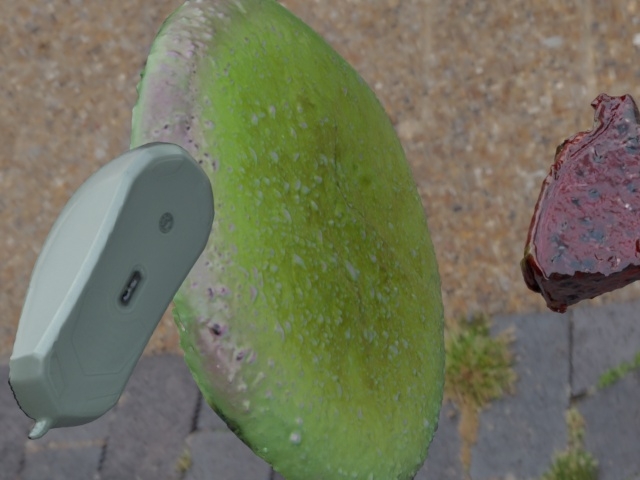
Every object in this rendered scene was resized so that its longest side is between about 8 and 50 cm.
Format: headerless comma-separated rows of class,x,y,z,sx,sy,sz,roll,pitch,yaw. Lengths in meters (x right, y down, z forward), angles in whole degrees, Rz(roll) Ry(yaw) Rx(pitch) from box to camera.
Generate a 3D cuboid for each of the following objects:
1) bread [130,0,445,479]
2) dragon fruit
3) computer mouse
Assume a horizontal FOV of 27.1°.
bread,-0.001,0.004,0.729,0.045,0.301,0.301,-19,48,27
dragon fruit,0.163,-0.022,0.803,0.097,0.063,0.131,0,63,0
computer mouse,-0.077,0.016,0.450,0.032,0.056,0.110,15,70,33
